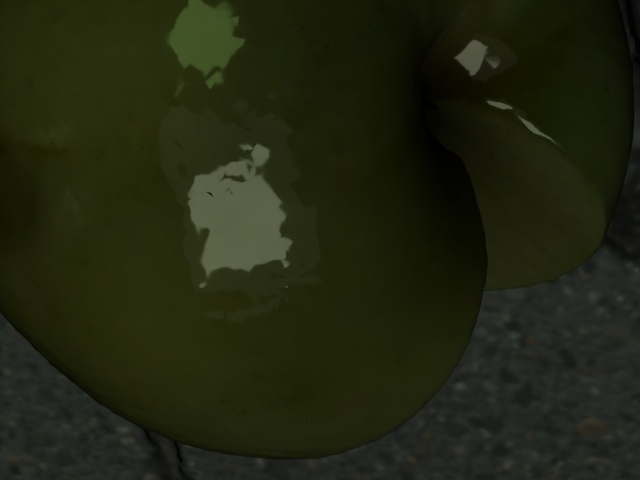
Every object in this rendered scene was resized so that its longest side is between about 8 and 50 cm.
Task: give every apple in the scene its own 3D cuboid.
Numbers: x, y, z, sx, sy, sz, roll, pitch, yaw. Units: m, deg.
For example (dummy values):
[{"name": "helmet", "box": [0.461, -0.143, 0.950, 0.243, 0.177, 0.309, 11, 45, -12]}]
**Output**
[{"name": "apple", "box": [-0.020, -0.056, 0.764, 0.254, 0.292, 0.292, 6, 143, 43]}]
